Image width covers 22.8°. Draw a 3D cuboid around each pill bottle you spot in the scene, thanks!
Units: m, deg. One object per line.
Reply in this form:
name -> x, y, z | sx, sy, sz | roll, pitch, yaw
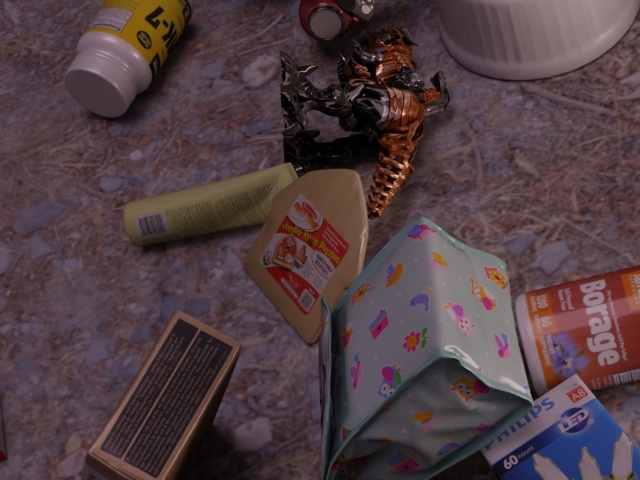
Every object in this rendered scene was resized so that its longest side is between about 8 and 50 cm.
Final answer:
pill bottle -> 0.325, 0.092, 1.705 | 0.216, 0.121, 0.121 | -15, 47, 9
pill bottle -> -0.275, -0.284, 2.268 | 0.119, 0.119, 0.208 | 9, 55, 27

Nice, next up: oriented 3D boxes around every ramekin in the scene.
ramekin -> 0.278, -0.356, 2.105 | 0.277, 0.135, 0.277 | -11, 48, 12

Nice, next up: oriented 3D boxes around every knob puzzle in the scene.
knob puzzle -> 0.000, 0.000, 1.923 | 0.213, 0.030, 0.213 | -16, 68, 43

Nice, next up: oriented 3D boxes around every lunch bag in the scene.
lunch bag -> 0.081, 0.143, 1.700 | 0.262, 0.160, 0.223 | -43, 31, 31

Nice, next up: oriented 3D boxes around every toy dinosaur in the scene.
toy dinosaur -> 0.058, -0.165, 2.026 | 0.218, 0.164, 0.322 | -1, 27, 0

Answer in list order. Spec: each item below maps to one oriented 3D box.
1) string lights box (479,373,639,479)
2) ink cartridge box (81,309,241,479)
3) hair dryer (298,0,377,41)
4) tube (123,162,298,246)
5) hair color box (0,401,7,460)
string lights box -> 0.276, 0.267, 1.585 | 0.133, 0.077, 0.260 | -33, 42, -2
ink cartridge box -> -0.179, 0.212, 1.716 | 0.088, 0.235, 0.193 | 29, 59, 3
hair dryer -> 0.065, -0.359, 2.179 | 0.223, 0.080, 0.293 | -46, 23, -16
tube -> -0.132, -0.043, 2.033 | 0.240, 0.070, 0.062 | -12, 85, 18
hair color box -> -0.421, 0.200, 1.937 | 0.043, 0.072, 0.141 | -20, 46, 3
